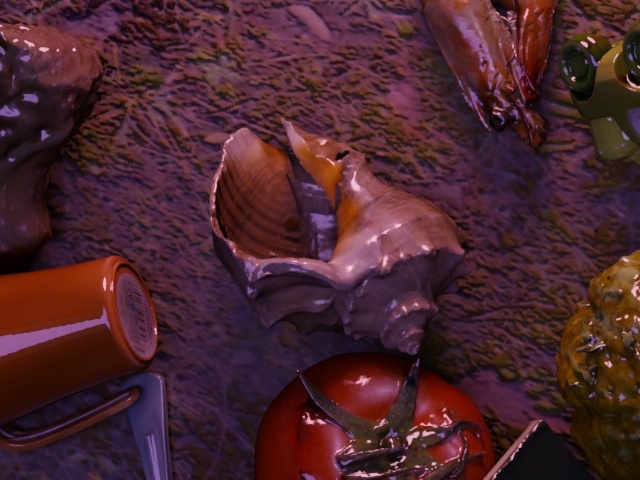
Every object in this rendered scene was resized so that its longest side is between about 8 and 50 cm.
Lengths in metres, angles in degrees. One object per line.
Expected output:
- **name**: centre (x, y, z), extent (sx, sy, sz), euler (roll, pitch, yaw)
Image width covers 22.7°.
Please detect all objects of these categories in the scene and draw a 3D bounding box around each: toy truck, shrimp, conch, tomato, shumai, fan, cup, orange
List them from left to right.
- **shumai**: centre (-0.408, -0.092, 1.784), extent (0.346, 0.217, 0.283), euler (-2, 89, 13)
- **cup**: centre (-0.317, 0.130, 1.790), extent (0.264, 0.182, 0.226), euler (-15, 120, 14)
- **fan**: centre (-0.177, 0.289, 1.819), extent (0.057, 0.023, 0.282), euler (-14, 85, 17)
- **conch**: centre (-0.002, 0.010, 1.676), extent (0.324, 0.263, 0.186), euler (43, 124, 44)
- **tomato**: centre (0.054, 0.241, 1.639), extent (0.255, 0.224, 0.256), euler (7, 62, -14)
- **shrimp**: centre (0.191, -0.230, 1.697), extent (0.154, 0.062, 0.294), euler (-17, 84, 9)
- **toy truck**: centre (0.341, -0.137, 1.604), extent (0.187, 0.148, 0.211), euler (21, 123, 50)
- **orange**: centre (0.386, 0.140, 1.561), extent (0.301, 0.223, 0.300), euler (-16, 91, 14)

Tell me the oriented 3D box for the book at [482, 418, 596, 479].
- **book**: centre (0.255, 0.394, 1.564), extent (0.371, 0.043, 0.260), euler (48, 67, -9)
